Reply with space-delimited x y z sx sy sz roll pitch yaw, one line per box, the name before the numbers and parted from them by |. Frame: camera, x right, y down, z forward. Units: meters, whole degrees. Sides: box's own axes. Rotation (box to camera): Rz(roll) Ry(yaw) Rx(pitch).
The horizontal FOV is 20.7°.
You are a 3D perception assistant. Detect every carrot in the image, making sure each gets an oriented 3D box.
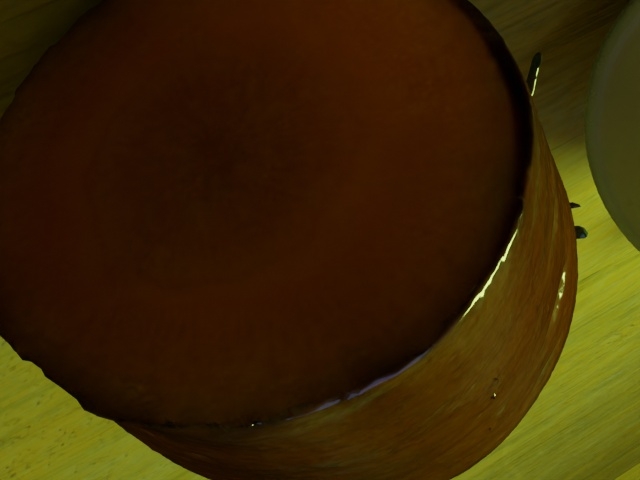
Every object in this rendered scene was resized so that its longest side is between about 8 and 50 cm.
carrot | 0.000 0.000 0.676 0.193 0.214 0.331 -9 161 11

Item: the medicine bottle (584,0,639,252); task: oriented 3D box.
medicine bottle | 0.311 -0.069 1.035 0.213 0.213 0.379 -45 161 26
